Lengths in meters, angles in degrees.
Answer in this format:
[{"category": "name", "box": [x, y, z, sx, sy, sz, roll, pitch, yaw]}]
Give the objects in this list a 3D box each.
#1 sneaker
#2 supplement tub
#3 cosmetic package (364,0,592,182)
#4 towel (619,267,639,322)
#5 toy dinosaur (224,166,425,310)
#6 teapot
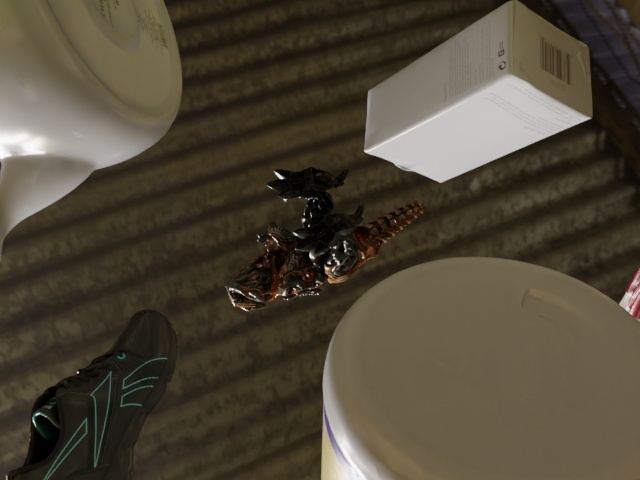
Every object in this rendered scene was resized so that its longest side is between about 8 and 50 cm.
[{"category": "sneaker", "box": [-0.228, 0.165, 0.798, 0.106, 0.101, 0.267, 39, -141, -24]}, {"category": "supplement tub", "box": [0.119, 0.205, 0.609, 0.241, 0.331, 0.241, 0, -141, 0]}, {"category": "cosmetic package", "box": [0.281, -0.257, 1.433, 0.217, 0.385, 0.156, 19, -113, -33]}, {"category": "towel", "box": [0.433, -0.009, 0.682, 0.237, 0.329, 0.037, 9, -136, 0]}, {"category": "toy dinosaur", "box": [0.000, 0.000, 1.208, 0.322, 0.218, 0.164, -39, -122, -20]}, {"category": "teapot", "box": [-0.243, -0.162, 0.606, 0.187, 0.252, 0.256, -17, -146, 17]}]
